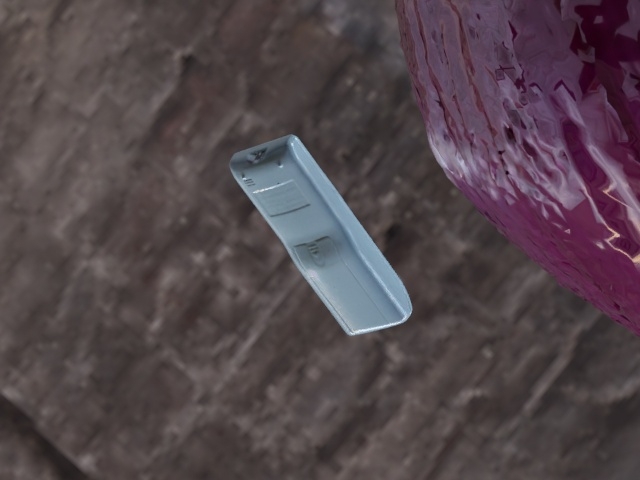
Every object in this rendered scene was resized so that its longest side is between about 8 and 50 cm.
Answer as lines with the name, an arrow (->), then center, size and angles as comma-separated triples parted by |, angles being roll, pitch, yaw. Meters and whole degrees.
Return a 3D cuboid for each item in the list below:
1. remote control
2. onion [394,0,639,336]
remote control -> 0.000, 0.000, 1.170 | 0.061, 0.162, 0.029 | -18, -150, 36
onion -> 0.204, -0.052, 0.471 | 0.347, 0.385, 0.348 | -26, -173, 3
